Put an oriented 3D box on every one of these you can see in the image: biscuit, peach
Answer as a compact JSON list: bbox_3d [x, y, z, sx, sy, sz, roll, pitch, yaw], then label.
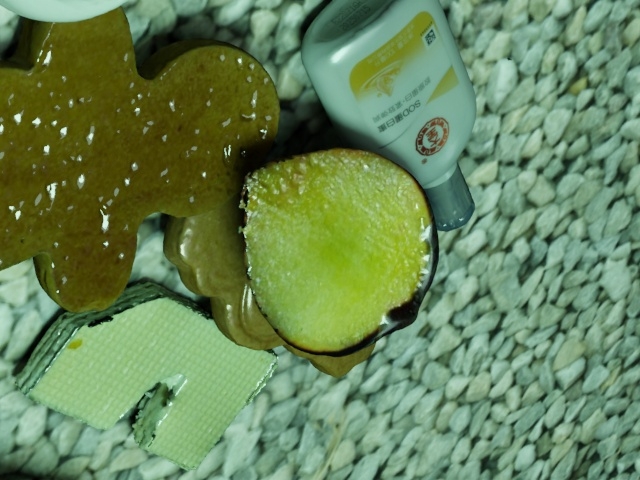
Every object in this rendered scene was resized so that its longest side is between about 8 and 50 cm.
[{"bbox_3d":[-0.156,0.119,1.763,0.147,0.046,0.250,-54,138,5],"label":"biscuit"},{"bbox_3d":[-0.027,0.021,1.776,0.295,0.044,0.186,18,87,-47],"label":"biscuit"},{"bbox_3d":[-0.002,0.000,1.716,0.279,0.068,0.189,39,77,-44],"label":"peach"},{"bbox_3d":[-0.224,-0.070,1.556,0.432,0.064,0.283,-17,120,-33],"label":"biscuit"}]

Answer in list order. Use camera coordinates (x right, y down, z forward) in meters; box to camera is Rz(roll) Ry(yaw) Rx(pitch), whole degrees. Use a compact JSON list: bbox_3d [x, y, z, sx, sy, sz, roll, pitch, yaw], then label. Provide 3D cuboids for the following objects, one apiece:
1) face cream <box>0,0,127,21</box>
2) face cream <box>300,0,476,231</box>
[{"bbox_3d":[-0.191,-0.266,1.407,0.206,0.111,0.206,-25,135,-28],"label":"face cream"},{"bbox_3d":[0.079,-0.116,1.776,0.144,0.071,0.291,-38,137,-13],"label":"face cream"}]
